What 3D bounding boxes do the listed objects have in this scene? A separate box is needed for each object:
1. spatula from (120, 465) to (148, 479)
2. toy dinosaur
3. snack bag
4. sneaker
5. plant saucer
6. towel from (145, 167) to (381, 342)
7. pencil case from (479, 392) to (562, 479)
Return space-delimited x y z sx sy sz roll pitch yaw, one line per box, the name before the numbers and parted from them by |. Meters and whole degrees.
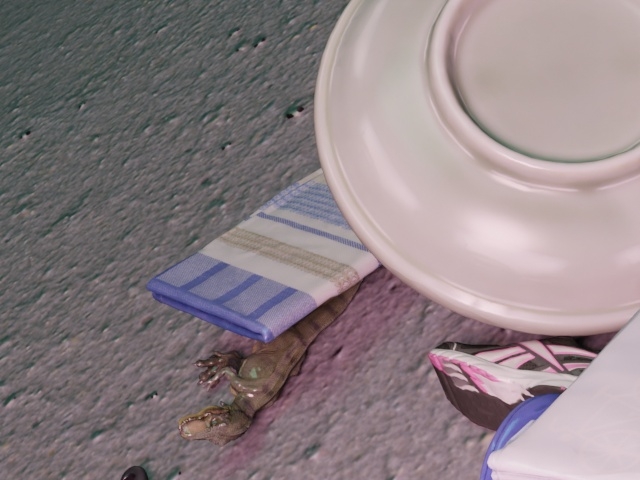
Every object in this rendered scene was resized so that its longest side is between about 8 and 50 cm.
spatula | -0.146 0.291 1.475 0.084 0.030 0.296 -33 32 11
toy dinosaur | -0.050 0.094 1.618 0.118 0.064 0.268 11 50 46
snack bag | 0.324 0.084 1.149 0.342 0.037 0.323 4 28 37
sneaker | 0.170 0.107 1.390 0.178 0.072 0.077 13 45 41
plant saucer | 0.192 -0.124 1.414 0.400 0.100 0.400 -1 64 2
towel | 0.000 0.000 1.638 0.285 0.034 0.209 -34 29 -27
pencil case | 0.231 0.202 1.146 0.306 0.119 0.133 24 90 54
